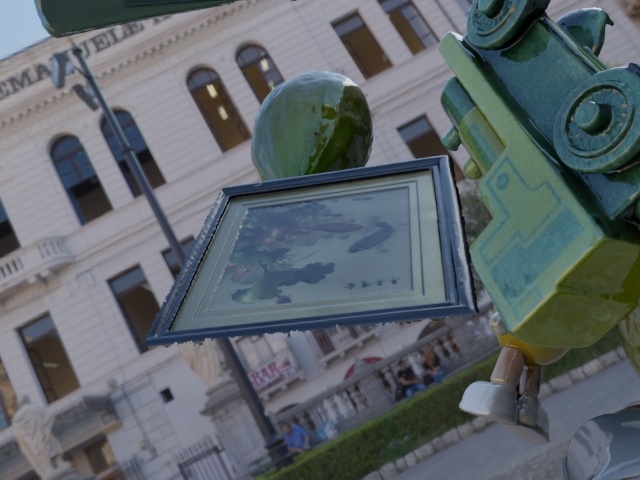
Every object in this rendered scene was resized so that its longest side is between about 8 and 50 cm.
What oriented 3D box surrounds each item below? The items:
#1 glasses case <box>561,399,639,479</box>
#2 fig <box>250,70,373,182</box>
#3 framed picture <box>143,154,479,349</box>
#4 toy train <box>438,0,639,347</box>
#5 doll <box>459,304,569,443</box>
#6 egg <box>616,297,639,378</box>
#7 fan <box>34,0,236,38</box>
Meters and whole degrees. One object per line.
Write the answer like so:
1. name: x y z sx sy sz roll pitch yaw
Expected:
1. glasses case: 0.330 0.146 0.430 0.308 0.083 0.128 -12 -20 20
2. fig: -0.005 -0.110 0.787 0.167 0.233 0.167 -7 -31 -4
3. framed picture: 0.000 0.000 0.416 0.195 0.010 0.199 -7 32 12
4. toy train: 0.216 -0.105 0.604 0.150 0.369 0.237 11 -49 -28
5. doll: 0.392 0.156 1.082 0.161 0.348 0.423 11 48 42
6. egg: 0.432 0.075 0.623 0.238 0.238 0.289 -26 -54 -14
7. fan: -0.090 -0.166 0.410 0.193 0.038 0.016 -19 19 -30
